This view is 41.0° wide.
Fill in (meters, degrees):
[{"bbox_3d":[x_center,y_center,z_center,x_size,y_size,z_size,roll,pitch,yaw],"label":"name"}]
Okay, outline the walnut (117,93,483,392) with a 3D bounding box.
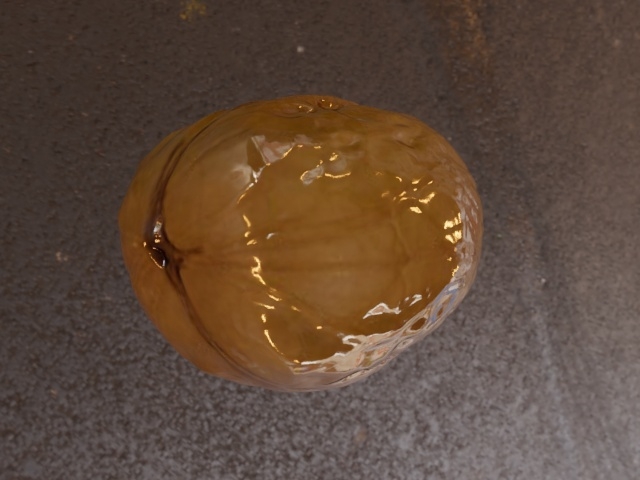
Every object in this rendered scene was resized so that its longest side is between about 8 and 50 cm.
[{"bbox_3d":[0.000,0.000,0.400,0.180,0.144,0.144,-3,107,-56],"label":"walnut"}]
